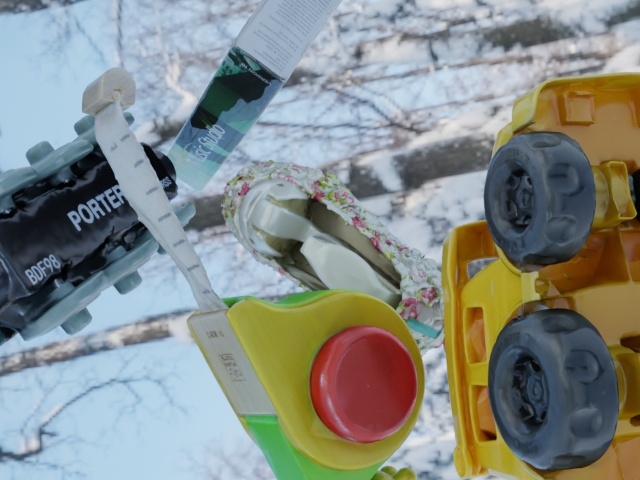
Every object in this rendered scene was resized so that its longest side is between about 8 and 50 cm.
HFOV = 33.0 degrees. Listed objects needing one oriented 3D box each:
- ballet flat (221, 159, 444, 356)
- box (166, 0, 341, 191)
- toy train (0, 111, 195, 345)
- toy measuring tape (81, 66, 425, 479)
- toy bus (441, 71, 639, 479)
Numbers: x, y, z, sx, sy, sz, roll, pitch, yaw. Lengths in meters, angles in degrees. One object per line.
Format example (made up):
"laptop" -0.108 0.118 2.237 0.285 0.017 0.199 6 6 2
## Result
"ballet flat" 0.000 0.000 0.785 0.077 0.241 0.091 19 -79 -55
"box" -0.039 -0.187 0.997 0.058 0.322 0.232 35 -112 -6
"toy train" -0.235 0.008 0.889 0.142 0.190 0.334 56 -156 -7
"toy measuring tape" -0.021 0.032 0.662 0.330 0.121 0.121 63 -153 -9
"toy bus" 0.135 0.035 0.613 0.149 0.211 0.220 -2 -96 -23
